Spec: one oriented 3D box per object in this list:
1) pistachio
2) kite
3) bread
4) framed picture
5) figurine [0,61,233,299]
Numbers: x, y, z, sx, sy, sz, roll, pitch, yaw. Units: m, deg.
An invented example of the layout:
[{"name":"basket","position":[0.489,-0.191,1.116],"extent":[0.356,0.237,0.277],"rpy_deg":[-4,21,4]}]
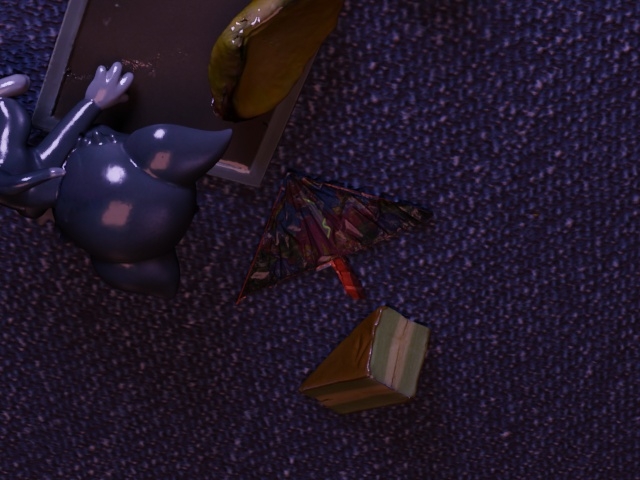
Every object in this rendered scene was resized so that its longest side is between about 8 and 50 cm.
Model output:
[{"name":"pistachio","position":[-0.049,-0.177,1.294],"extent":[0.090,0.049,0.173],"rpy_deg":[7,131,-42]},{"name":"kite","position":[0.000,0.000,1.490],"extent":[0.232,0.009,0.189],"rpy_deg":[-21,128,14]},{"name":"bread","position":[0.046,0.132,1.599],"extent":[0.074,0.084,0.139],"rpy_deg":[28,153,-24]},{"name":"framed picture","position":[-0.114,-0.188,1.324],"extent":[0.231,0.018,0.293],"rpy_deg":[15,126,-16]},{"name":"figurine","position":[-0.220,-0.066,1.320],"extent":[0.265,0.140,0.193],"rpy_deg":[12,112,-43]}]
